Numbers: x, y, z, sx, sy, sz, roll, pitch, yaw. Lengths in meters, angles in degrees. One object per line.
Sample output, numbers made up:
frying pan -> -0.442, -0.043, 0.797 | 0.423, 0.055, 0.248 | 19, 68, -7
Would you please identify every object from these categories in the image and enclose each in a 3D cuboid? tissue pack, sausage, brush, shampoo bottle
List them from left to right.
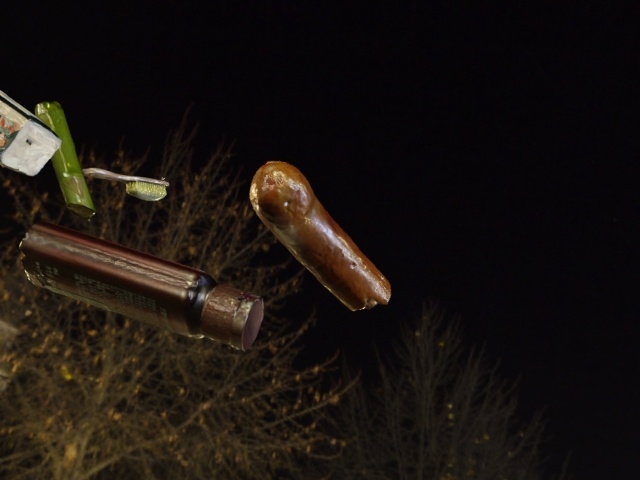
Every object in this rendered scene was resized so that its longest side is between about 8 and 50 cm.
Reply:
tissue pack -> -0.484, -0.175, 0.989 | 0.170, 0.090, 0.103 | 35, -6, 12
brush -> -0.554, -0.158, 1.934 | 0.072, 0.067, 0.313 | -12, -11, 29
shampoo bottle -> -0.235, 0.062, 0.902 | 0.323, 0.084, 0.129 | 15, -34, 14
sausage -> -0.004, -0.002, 0.907 | 0.103, 0.076, 0.302 | 28, -15, 48

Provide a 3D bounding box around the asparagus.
asparagus -> -0.553, -0.174, 1.457 | 0.060, 0.278, 0.067 | -21, -14, -7
